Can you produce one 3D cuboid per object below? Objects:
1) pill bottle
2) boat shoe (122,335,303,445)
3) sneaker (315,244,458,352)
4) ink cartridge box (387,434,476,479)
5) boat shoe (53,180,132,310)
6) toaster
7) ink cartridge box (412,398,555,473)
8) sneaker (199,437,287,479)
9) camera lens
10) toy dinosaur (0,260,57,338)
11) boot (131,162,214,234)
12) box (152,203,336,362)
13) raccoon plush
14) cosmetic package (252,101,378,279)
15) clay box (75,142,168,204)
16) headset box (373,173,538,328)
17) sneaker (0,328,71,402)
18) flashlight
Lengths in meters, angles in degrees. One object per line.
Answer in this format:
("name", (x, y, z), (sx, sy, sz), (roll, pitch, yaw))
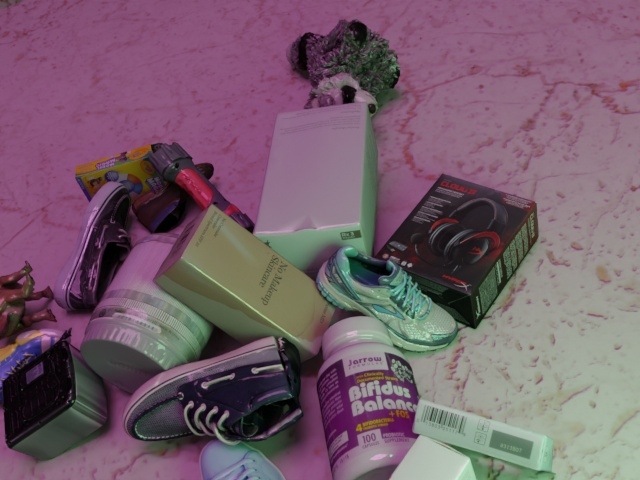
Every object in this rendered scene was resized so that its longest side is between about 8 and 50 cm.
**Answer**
("pill bottle", (0.084, 0.279, 1.342), (0.169, 0.169, 0.301), (-15, 45, 2))
("boat shoe", (-0.187, 0.291, 1.384), (0.341, 0.127, 0.158), (-26, 31, 3))
("sneaker", (0.131, 0.105, 1.472), (0.283, 0.122, 0.110), (26, 49, 0))
("ink cartridge box", (0.160, 0.411, 1.157), (0.092, 0.218, 0.158), (19, 55, 39))
("boat shoe", (-0.482, 0.017, 1.818), (0.119, 0.121, 0.335), (7, 61, 13))
("toaster", (-0.503, 0.296, 1.524), (0.186, 0.110, 0.168), (-35, 46, 7))
("ink cartridge box", (0.259, 0.301, 1.221), (0.189, 0.232, 0.066), (11, 82, 25))
("sneaker", (-0.100, 0.424, 1.271), (0.135, 0.150, 0.366), (-32, 45, -16))
("camera lens", (-0.311, 0.139, 1.558), (0.219, 0.219, 0.274), (6, 49, 22))
("toy dinosaur", (-0.681, 0.149, 1.698), (0.200, 0.127, 0.296), (-29, 29, -9))
("boot", (-0.331, -0.093, 1.898), (0.219, 0.082, 0.106), (-33, 57, -2))
("box", (-0.133, 0.093, 1.486), (0.121, 0.311, 0.148), (-34, 26, 46))
("raccoon plush", (0.007, -0.366, 2.031), (0.299, 0.216, 0.446), (-55, 25, -15))
("cosmetic package", (0.002, -0.106, 1.665), (0.217, 0.156, 0.385), (-4, 47, 14))
("clay box", (-0.464, -0.151, 1.948), (0.222, 0.127, 0.053), (-16, 46, 2))
("headset box", (0.280, 0.003, 1.587), (0.218, 0.110, 0.293), (22, 57, 33))
("sneaker", (-0.620, 0.267, 1.638), (0.240, 0.091, 0.126), (-18, 58, 8))
("flashlight", (-0.271, -0.097, 1.795), (0.103, 0.103, 0.304), (-39, 70, -15))
